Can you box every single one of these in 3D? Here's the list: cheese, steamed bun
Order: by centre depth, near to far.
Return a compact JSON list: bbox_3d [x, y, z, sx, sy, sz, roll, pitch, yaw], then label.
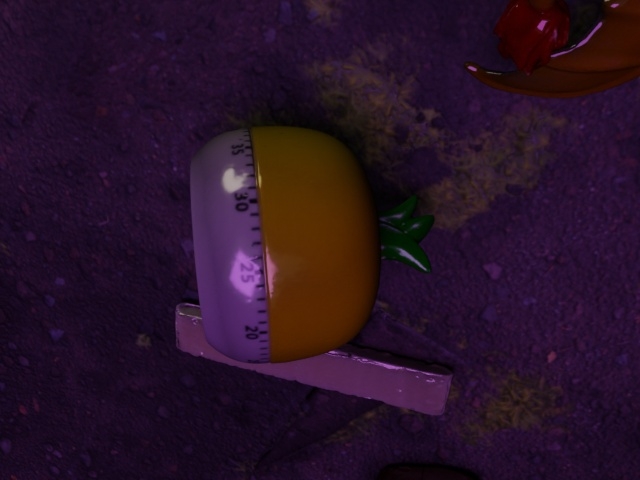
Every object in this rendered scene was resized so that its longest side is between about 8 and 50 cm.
[{"bbox_3d":[-0.016,0.170,0.965,0.400,0.034,0.085,14,120,8],"label":"cheese"},{"bbox_3d":[0.147,0.410,0.987,0.175,0.145,0.106,3,119,18],"label":"steamed bun"}]

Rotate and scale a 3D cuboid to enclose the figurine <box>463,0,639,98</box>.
[{"bbox_3d":[0.332,-0.242,0.540,0.387,0.268,0.401,16,155,-12],"label":"figurine"}]

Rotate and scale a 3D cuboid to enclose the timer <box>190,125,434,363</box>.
[{"bbox_3d":[0.000,0.000,0.757,0.285,0.285,0.285,6,119,11],"label":"timer"}]
